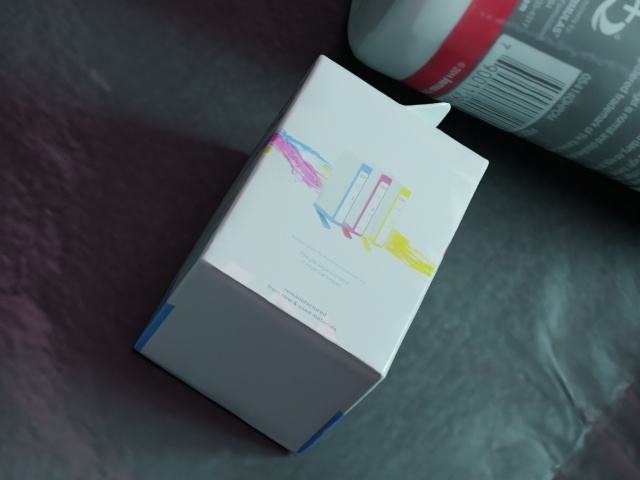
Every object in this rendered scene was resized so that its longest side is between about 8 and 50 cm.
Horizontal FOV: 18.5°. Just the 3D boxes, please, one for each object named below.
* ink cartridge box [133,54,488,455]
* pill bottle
[{"bbox_3d":[0.000,0.000,0.853,0.090,0.092,0.143,32,54,-6],"label":"ink cartridge box"},{"bbox_3d":[0.189,-0.104,0.944,0.318,0.176,0.176,23,57,-13],"label":"pill bottle"}]
